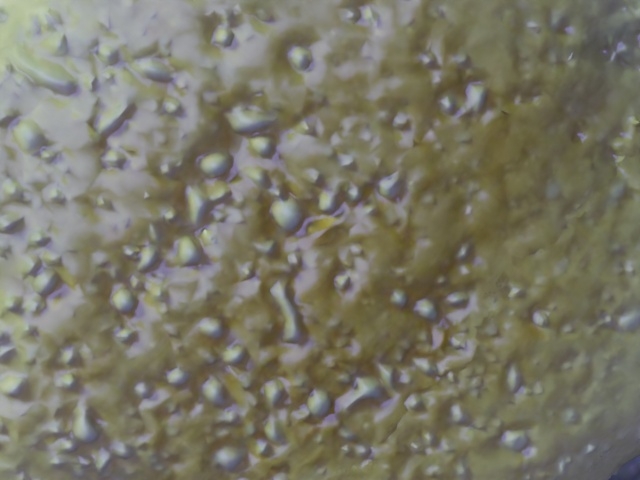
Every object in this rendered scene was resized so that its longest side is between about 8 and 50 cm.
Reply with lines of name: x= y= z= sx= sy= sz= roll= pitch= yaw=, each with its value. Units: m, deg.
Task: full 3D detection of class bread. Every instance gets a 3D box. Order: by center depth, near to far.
bread: x=0.000 y=0.000 z=0.535 sx=0.316 sy=0.054 sz=0.316 roll=-7 pitch=111 yaw=-18
